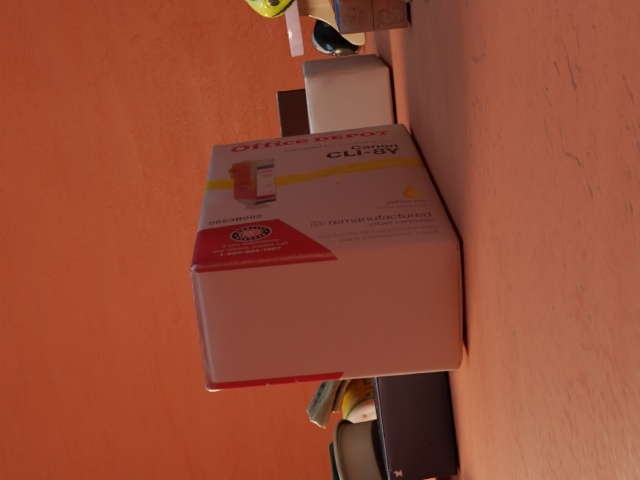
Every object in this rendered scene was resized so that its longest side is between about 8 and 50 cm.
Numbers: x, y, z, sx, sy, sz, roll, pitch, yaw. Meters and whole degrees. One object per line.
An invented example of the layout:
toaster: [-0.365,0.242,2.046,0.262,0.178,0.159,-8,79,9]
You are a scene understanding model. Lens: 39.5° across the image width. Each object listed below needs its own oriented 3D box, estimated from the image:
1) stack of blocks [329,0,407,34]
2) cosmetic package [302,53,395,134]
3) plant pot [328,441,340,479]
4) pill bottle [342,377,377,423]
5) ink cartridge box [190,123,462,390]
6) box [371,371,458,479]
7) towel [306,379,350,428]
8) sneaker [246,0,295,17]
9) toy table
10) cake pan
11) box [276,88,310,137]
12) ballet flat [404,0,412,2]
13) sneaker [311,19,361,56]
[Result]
stack of blocks: [0.050,-0.392,1.175,0.297,0.087,0.171,-97,0,-64]
cosmetic package: [0.049,-0.185,1.486,0.224,0.138,0.225,-96,-2,-72]
plant pot: [0.128,0.529,1.798,0.165,0.165,0.234,-97,-8,-54]
pill bottle: [0.109,0.319,1.770,0.246,0.136,0.137,-97,1,-71]
ink cartridge box: [0.000,0.000,1.082,0.385,0.279,0.161,-97,1,-65]
box: [0.120,0.223,1.190,0.158,0.093,0.156,-68,-29,-88]
towel: [0.068,0.192,1.610,0.324,0.056,0.312,-62,-1,-7]
sneaker: [-0.044,-0.550,1.624,0.123,0.296,0.109,38,175,10]
toy table: [-0.001,-0.516,1.778,0.252,0.160,0.274,-98,0,-62]
cake pan: [0.112,0.391,1.317,0.293,0.054,0.293,58,-169,-19]
box: [0.007,-0.267,2.113,0.168,0.203,0.167,94,169,-86]
ballet flat: [0.036,-0.407,0.872,0.123,0.123,0.349,-97,0,-63]
sneaker: [0.031,-0.510,1.944,0.283,0.107,0.124,-97,6,-49]
